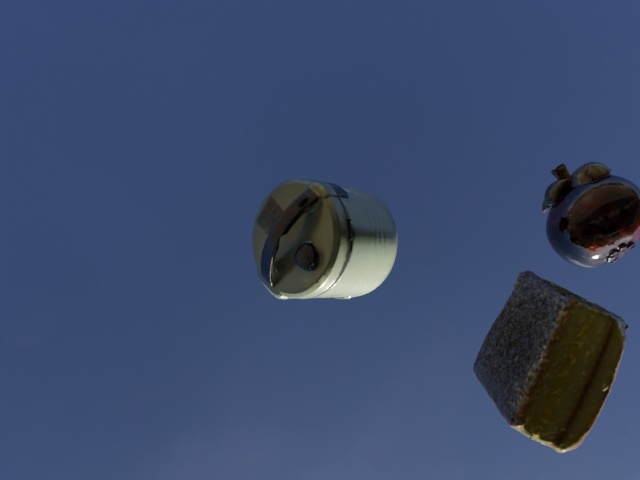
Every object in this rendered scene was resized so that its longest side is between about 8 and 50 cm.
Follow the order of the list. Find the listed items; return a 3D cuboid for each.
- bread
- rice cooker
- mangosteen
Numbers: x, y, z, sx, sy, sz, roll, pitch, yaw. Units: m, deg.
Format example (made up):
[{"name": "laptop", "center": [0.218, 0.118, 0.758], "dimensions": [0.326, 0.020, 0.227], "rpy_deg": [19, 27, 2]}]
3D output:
[{"name": "bread", "center": [0.299, 0.153, 0.862], "dimensions": [0.111, 0.234, 0.184], "rpy_deg": [23, -83, 0]}, {"name": "rice cooker", "center": [0.000, 0.000, 1.179], "dimensions": [0.226, 0.244, 0.226], "rpy_deg": [-1, -91, 39]}, {"name": "mangosteen", "center": [0.479, -0.052, 1.166], "dimensions": [0.200, 0.200, 0.199], "rpy_deg": [0, -96, -2]}]
